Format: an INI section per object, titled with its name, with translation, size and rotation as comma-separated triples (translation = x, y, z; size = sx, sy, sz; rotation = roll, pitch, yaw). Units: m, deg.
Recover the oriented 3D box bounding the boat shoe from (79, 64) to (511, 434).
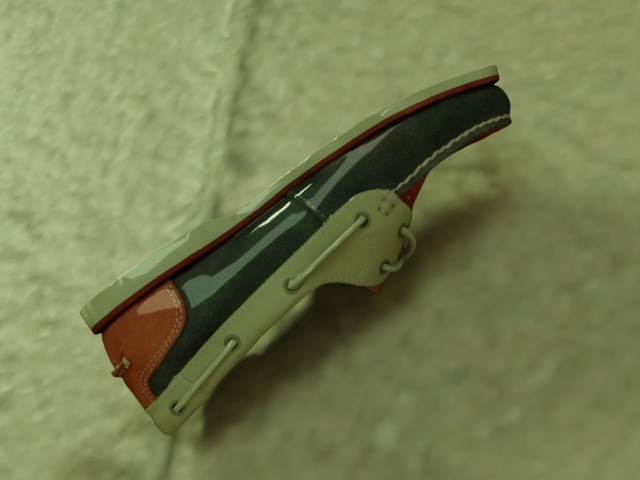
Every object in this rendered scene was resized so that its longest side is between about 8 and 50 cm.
[boat shoe]
translation = 0.000, 0.000, 0.431
size = 0.137, 0.049, 0.043
rotation = -34, 84, -7
